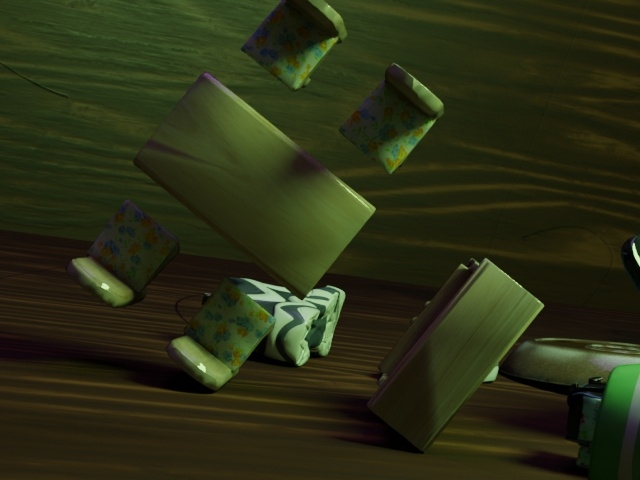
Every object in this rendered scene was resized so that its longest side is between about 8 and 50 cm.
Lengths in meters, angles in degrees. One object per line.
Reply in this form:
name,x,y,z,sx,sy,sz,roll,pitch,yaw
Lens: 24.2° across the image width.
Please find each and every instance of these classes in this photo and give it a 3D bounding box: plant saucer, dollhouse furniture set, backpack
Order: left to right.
dollhouse furniture set,0.000,0.000,1.444,0.394,0.362,0.256,39,3,3
plant saucer,0.398,0.167,2.008,0.310,0.050,0.310,5,1,0
backpack,0.288,0.174,1.361,0.114,0.084,0.105,5,1,23

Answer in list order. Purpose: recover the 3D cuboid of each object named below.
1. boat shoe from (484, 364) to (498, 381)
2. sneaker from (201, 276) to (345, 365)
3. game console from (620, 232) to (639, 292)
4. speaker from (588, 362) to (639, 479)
boat shoe,0.155,0.134,1.830,0.080,0.076,0.228,11,3,38
sneaker,-0.064,0.089,1.848,0.153,0.094,0.235,18,15,12
game console,0.498,0.041,1.528,0.293,0.250,0.173,-20,-15,-42
speaker,0.362,0.175,1.139,0.296,0.131,0.131,10,3,19
